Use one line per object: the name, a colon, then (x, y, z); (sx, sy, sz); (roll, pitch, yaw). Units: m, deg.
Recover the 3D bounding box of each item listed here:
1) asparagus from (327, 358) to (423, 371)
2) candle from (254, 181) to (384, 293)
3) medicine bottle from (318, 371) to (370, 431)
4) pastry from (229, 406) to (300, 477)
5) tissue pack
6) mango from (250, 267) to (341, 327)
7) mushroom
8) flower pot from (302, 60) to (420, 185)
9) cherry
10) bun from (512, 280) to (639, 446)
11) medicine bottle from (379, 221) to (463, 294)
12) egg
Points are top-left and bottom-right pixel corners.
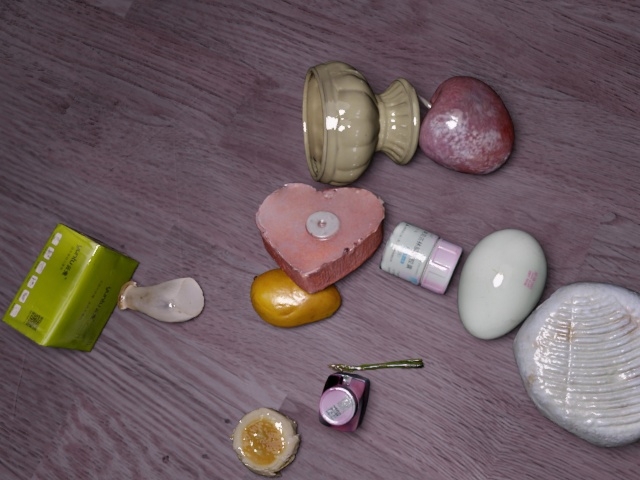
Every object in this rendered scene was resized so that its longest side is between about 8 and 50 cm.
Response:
asparagus: (0.131, 0.303, 1.406); (0.232, 0.022, 0.023); (-5, 93, 8)
candle: (0.000, 0.000, 1.425); (0.316, 0.132, 0.287); (-1, 49, 9)
medicine bottle: (0.052, 0.363, 1.314); (0.094, 0.188, 0.119); (11, 82, 12)
pastry: (-0.130, 0.475, 1.376); (0.165, 0.088, 0.166); (-3, 76, 12)
tissue pack: (-0.632, 0.125, 1.497); (0.167, 0.200, 0.275); (26, 82, 17)
mango: (-0.062, 0.145, 1.439); (0.227, 0.109, 0.147); (8, 70, 4)
mushroom: (-0.418, 0.159, 1.515); (0.224, 0.093, 0.116); (-7, 65, 18)
flower pot: (0.094, -0.285, 1.436); (0.243, 0.307, 0.308); (-3, 74, -11)
cherry: (0.341, -0.281, 1.408); (0.285, 0.213, 0.236); (37, 71, -1)
bun: (0.591, 0.252, 1.246); (0.354, 0.194, 0.355); (-2, 78, 10)
medicine bottle: (0.242, 0.042, 1.396); (0.168, 0.135, 0.135); (24, 81, 14)
egg: (0.407, 0.100, 1.324); (0.182, 0.183, 0.264); (25, 88, 15)
